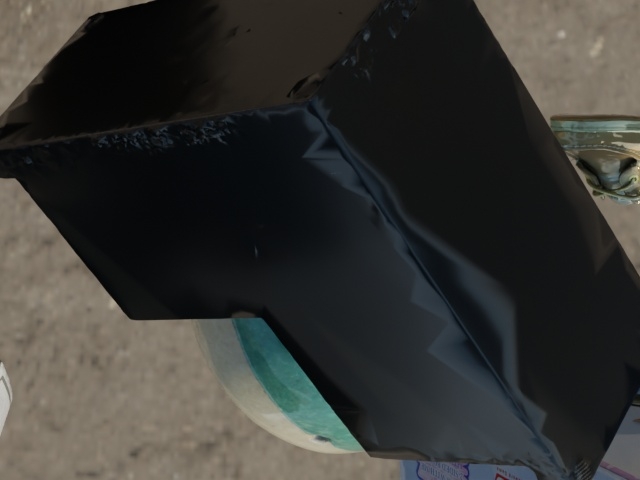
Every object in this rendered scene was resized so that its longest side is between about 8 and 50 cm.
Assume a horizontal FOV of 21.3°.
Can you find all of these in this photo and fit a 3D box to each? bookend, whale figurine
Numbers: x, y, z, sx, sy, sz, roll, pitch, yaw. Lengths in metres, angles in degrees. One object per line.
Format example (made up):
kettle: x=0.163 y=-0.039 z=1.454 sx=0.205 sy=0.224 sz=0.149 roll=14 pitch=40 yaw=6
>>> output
bookend: x=0.000 y=0.000 z=0.532 sx=0.156 sy=0.072 sz=0.157 roll=-5 pitch=130 yaw=45
whale figurine: x=0.031 y=-0.023 z=0.912 sx=0.141 sy=0.272 sz=0.216 roll=-13 pitch=147 yaw=39

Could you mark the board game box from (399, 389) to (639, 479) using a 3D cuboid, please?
board game box: x=0.244 y=0.099 z=0.679 sx=0.318 sy=0.318 sz=0.066 roll=-6 pitch=102 yaw=-25

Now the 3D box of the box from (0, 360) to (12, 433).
box: x=-0.321 y=0.108 z=0.867 sx=0.290 sy=0.169 sz=0.087 roll=15 pitch=161 yaw=-1

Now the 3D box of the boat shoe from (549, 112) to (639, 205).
boat shoe: x=0.164 y=-0.041 z=0.897 sx=0.050 sy=0.045 sz=0.135 roll=8 pitch=180 yaw=41
